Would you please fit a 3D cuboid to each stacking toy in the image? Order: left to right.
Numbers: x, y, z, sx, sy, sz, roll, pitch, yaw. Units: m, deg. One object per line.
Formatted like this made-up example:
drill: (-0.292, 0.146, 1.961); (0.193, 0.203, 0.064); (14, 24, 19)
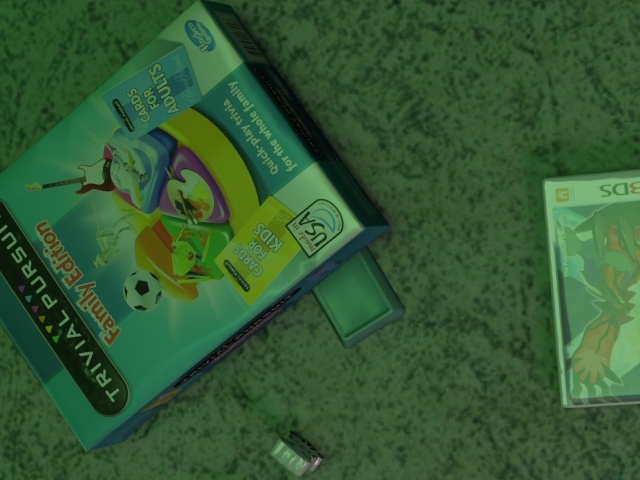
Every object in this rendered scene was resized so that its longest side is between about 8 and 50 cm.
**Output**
stacking toy: (-0.005, 0.300, 1.709); (0.221, 0.052, 0.167); (40, 102, 11)

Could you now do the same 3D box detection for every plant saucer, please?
plant saucer: (0.000, 0.000, 1.721); (0.067, 0.018, 0.192); (-33, 80, 14)

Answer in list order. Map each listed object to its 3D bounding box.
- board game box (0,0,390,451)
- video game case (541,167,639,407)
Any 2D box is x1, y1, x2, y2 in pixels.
board game box: (-0.146, -0.011, 1.720); (0.336, 0.079, 0.254); (-39, 79, 17)
video game case: (0.287, 0.037, 1.631); (0.183, 0.023, 0.201); (-5, 89, 17)
